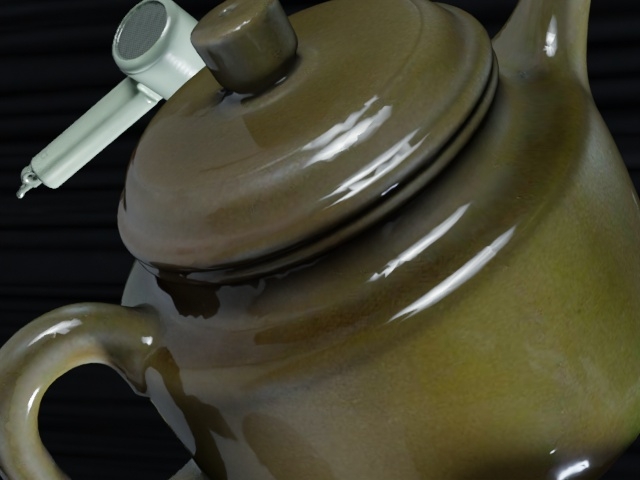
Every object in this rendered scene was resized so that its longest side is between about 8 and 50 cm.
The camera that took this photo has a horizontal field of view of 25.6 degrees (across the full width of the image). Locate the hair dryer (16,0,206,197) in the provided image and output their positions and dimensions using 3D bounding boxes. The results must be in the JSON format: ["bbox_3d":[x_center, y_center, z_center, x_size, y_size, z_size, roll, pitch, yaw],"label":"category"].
[{"bbox_3d":[-0.092,-0.052,0.641,0.063,0.124,0.038,34,26,-43],"label":"hair dryer"}]

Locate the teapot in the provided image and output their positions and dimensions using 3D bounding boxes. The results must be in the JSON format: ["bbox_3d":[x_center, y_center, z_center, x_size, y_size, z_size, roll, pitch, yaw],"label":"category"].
[{"bbox_3d":[0.000,0.000,0.489,0.267,0.185,0.175,-37,117,-9],"label":"teapot"}]
